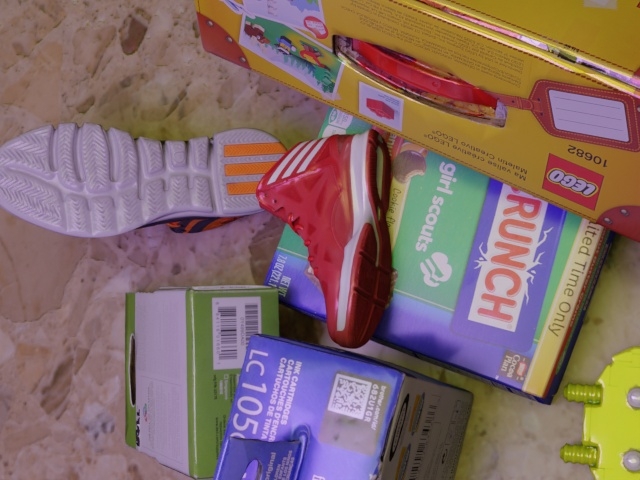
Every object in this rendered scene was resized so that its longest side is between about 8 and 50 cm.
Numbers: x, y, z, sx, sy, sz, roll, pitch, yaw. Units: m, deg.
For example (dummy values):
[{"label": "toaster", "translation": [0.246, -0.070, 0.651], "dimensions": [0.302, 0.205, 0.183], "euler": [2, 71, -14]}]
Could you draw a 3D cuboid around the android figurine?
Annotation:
[{"label": "android figurine", "translation": [0.377, 0.193, 1.127], "dimensions": [0.272, 0.056, 0.248], "euler": [5, 82, 15]}]

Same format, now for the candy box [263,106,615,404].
[{"label": "candy box", "translation": [0.135, -0.007, 1.194], "dimensions": [0.317, 0.122, 0.268], "euler": [19, 86, 17]}]

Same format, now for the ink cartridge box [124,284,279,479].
[{"label": "ink cartridge box", "translation": [-0.136, 0.143, 1.228], "dimensions": [0.097, 0.255, 0.189], "euler": [0, 88, -25]}]

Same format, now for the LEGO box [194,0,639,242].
[{"label": "LEGO box", "translation": [0.182, -0.273, 1.112], "dimensions": [0.500, 0.193, 0.372], "euler": [26, 60, 19]}]

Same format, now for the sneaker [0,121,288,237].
[{"label": "sneaker", "translation": [-0.195, -0.051, 1.254], "dimensions": [0.321, 0.180, 0.125], "euler": [1, 81, -10]}]

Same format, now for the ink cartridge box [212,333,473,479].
[{"label": "ink cartridge box", "translation": [0.012, 0.237, 1.044], "dimensions": [0.151, 0.395, 0.270], "euler": [13, 84, 18]}]

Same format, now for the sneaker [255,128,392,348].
[{"label": "sneaker", "translation": [0.000, 0.000, 1.139], "dimensions": [0.128, 0.087, 0.221], "euler": [-2, 69, 26]}]
